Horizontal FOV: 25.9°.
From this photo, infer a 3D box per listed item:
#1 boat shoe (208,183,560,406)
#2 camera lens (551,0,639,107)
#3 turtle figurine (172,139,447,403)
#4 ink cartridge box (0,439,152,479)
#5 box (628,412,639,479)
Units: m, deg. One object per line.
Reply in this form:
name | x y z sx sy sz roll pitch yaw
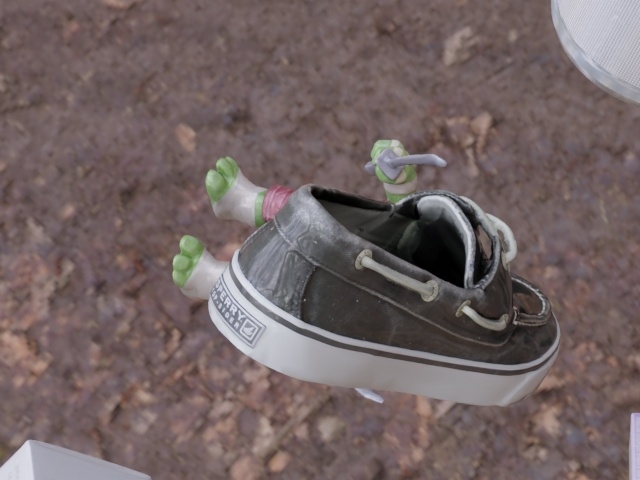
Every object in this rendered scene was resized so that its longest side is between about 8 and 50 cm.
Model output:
boat shoe | 0.049 0.020 0.577 0.078 0.219 0.070 45 111 30
camera lens | 0.358 -0.273 1.323 0.219 0.274 0.219 7 55 -9
turtle figurine | 0.000 0.000 1.236 0.266 0.275 0.197 12 100 22
ink cartridge box | -0.176 0.240 0.745 0.219 0.093 0.160 -44 42 23
box | 0.334 0.312 1.349 0.063 0.067 0.324 2 43 10
